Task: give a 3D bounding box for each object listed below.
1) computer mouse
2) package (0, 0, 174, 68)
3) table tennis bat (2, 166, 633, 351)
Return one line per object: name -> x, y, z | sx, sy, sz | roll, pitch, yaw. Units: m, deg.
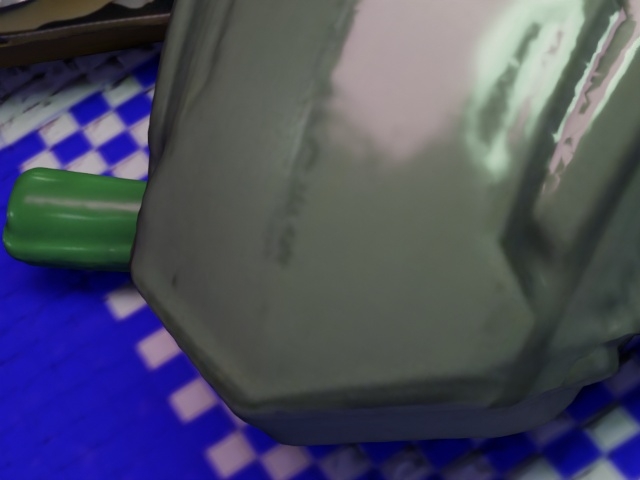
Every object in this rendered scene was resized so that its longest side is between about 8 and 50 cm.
computer mouse -> 0.084, -0.110, 0.690 | 0.228, 0.145, 0.429 | 15, 50, 30
package -> -0.159, -0.138, 0.858 | 0.311, 0.221, 0.165 | -15, 86, 7
table tennis bat -> 0.000, 0.000, 0.724 | 0.257, 0.039, 0.160 | 5, 49, 20
